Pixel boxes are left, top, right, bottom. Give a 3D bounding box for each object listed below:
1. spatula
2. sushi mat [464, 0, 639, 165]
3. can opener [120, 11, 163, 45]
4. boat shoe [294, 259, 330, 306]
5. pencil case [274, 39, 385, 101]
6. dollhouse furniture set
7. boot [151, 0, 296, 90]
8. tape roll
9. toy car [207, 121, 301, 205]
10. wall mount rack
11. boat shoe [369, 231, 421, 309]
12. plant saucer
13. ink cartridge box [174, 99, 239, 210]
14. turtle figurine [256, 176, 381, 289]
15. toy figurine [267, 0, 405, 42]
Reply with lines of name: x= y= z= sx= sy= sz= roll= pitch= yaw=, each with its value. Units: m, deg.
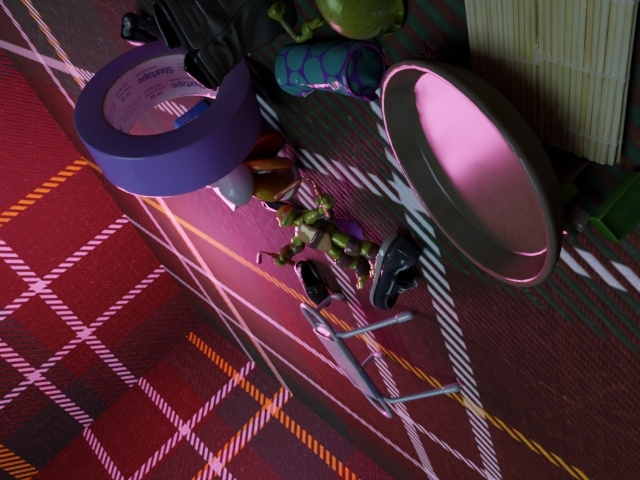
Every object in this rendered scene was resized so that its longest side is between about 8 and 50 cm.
spatula: x=-0.025 y=-0.039 z=1.155 sx=0.296 sy=0.030 sz=0.084 roll=26 pitch=146 yaw=45
sushi mat: x=0.178 y=-0.200 z=0.470 sx=0.151 sy=0.019 sz=0.317 roll=31 pitch=154 yaw=40
can opener: x=-0.300 y=-0.371 z=1.076 sx=0.186 sy=0.073 sz=0.059 roll=31 pitch=115 yaw=31
boat shoe: x=-0.014 y=0.105 z=1.376 sx=0.133 sy=0.049 sz=0.042 roll=59 pitch=165 yaw=-18
pencil case: x=0.009 y=-0.209 z=0.726 sx=0.151 sy=0.064 sz=0.070 roll=22 pitch=132 yaw=50
dollhouse furniture set: x=0.261 y=-0.042 z=0.595 sx=0.076 sy=0.058 sz=0.151 roll=44 pitch=180 yaw=-12
boot: x=-0.129 y=-0.308 z=0.678 sx=0.083 sy=0.161 sz=0.246 roll=26 pitch=151 yaw=43
tape roll: x=-0.235 y=-0.200 z=0.925 sx=0.274 sy=0.275 sz=0.090 roll=35 pitch=157 yaw=30
toy car: x=-0.124 y=-0.147 z=1.031 sx=0.182 sy=0.159 sz=0.136 roll=33 pitch=121 yaw=34
wall mount rack: x=0.119 y=0.239 z=1.265 sx=0.350 sy=0.130 sz=0.304 roll=55 pitch=162 yaw=-21
boat shoe: x=0.129 y=0.067 z=0.987 sx=0.065 sy=0.075 sz=0.206 roll=27 pitch=150 yaw=19
plant saucer: x=0.159 y=-0.074 z=0.633 sx=0.278 sy=0.041 sz=0.278 roll=55 pitch=170 yaw=14
ink cartridge box: x=-0.207 y=-0.170 z=1.206 sx=0.191 sy=0.082 sz=0.139 roll=47 pitch=160 yaw=3
turtle figurine: x=0.000 y=0.000 z=1.046 sx=0.217 sy=0.087 sz=0.269 roll=32 pitch=137 yaw=-4
toy figurine: x=-0.086 y=-0.271 z=0.515 sx=0.191 sy=0.217 sz=0.362 roll=0 pitch=139 yaw=37
